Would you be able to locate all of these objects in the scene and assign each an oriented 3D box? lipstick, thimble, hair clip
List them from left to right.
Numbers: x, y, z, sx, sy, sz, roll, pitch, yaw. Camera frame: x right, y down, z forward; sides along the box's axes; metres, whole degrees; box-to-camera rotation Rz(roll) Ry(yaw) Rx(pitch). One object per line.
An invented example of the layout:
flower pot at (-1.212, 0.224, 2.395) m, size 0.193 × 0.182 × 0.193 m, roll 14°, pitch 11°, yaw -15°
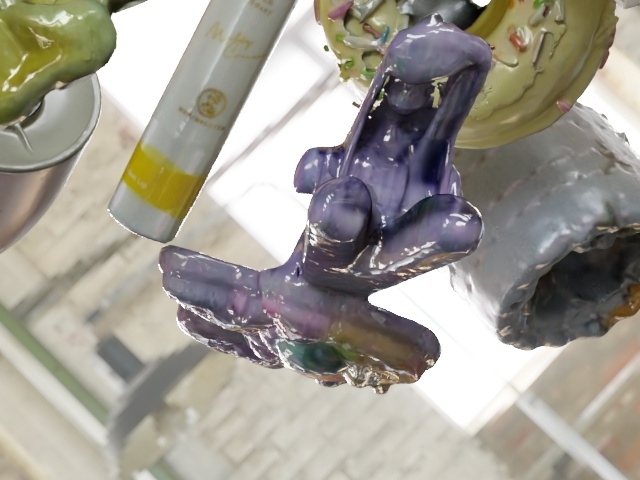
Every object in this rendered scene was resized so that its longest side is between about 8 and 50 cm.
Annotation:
lipstick at (-0.071, -0.122, 1.372) m, size 0.264 × 0.059 × 0.059 m, roll -61°, pitch -17°, yaw 18°
hair clip at (-0.001, 0.011, 0.863) m, size 0.278 × 0.137 × 0.090 m, roll 120°, pitch 162°, yaw -57°
thimble at (0.136, -0.013, 1.163) m, size 0.151 × 0.118 × 0.127 m, roll 4°, pitch -49°, yaw -46°

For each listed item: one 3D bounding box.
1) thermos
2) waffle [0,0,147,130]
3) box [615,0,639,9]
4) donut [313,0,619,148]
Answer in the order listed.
thermos at (-0.280, -0.043, 1.488) m, size 0.176 × 0.146 × 0.265 m, roll -50°, pitch -2°, yaw -37°
waffle at (-0.169, -0.130, 0.837) m, size 0.297 × 0.317 × 0.073 m, roll -30°, pitch -55°, yaw -8°
box at (0.148, -0.192, 0.978) m, size 0.109 × 0.198 × 0.029 m, roll -15°, pitch -42°, yaw -22°
donut at (0.076, -0.133, 1.037) m, size 0.174 × 0.174 × 0.068 m, roll -50°, pitch -13°, yaw 15°
